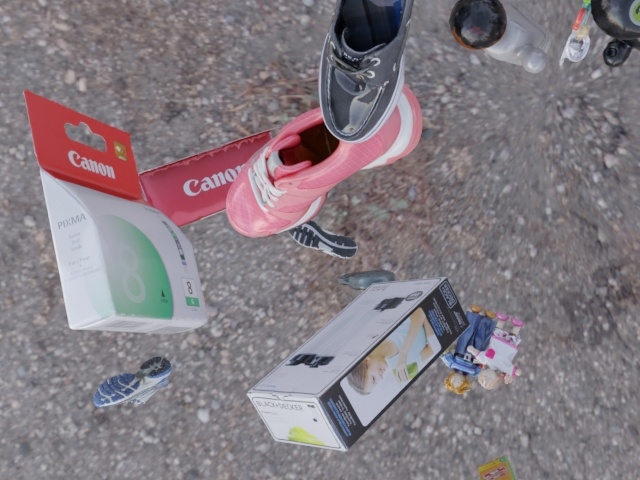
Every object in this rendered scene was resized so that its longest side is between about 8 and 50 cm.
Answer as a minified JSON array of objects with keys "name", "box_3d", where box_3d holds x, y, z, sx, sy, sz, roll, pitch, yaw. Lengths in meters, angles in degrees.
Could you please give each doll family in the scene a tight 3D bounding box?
[{"name":"doll family","box_3d":[0.248,0.193,1.591,0.263,0.118,0.163,22,83,14]}]

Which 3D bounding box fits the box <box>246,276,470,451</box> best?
[{"name":"box","box_3d":[0.057,0.167,1.213,0.169,0.290,0.087,-10,112,51]}]

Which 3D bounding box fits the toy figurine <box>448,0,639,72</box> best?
[{"name":"toy figurine","box_3d":[0.206,-0.251,0.719,0.210,0.148,0.213,3,95,35]}]

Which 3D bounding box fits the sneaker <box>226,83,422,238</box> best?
[{"name":"sneaker","box_3d":[-0.033,-0.095,1.011,0.314,0.136,0.116,-33,78,39]}]

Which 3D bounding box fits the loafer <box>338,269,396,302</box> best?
[{"name":"loafer","box_3d":[0.085,0.097,1.510,0.096,0.267,0.084,-8,89,-1]}]

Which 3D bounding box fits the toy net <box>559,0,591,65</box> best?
[{"name":"toy net","box_3d":[0.451,-0.364,1.442,0.045,0.232,0.122,22,60,10]}]

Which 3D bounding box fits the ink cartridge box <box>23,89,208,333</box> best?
[{"name":"ink cartridge box","box_3d":[-0.187,-0.025,0.813,0.056,0.181,0.224,-16,79,16]}]

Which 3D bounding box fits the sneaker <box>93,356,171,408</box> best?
[{"name":"sneaker","box_3d":[-0.297,0.242,1.373,0.052,0.135,0.058,38,139,40]}]

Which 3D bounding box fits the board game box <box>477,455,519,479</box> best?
[{"name":"board game box","box_3d":[0.159,0.245,0.619,0.039,0.259,0.124,-26,85,4]}]

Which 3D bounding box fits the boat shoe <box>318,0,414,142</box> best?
[{"name":"boat shoe","box_3d":[0.041,-0.175,0.717,0.080,0.076,0.228,27,126,9]}]

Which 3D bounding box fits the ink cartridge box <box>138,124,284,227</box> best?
[{"name":"ink cartridge box","box_3d":[-0.235,-0.112,1.725,0.272,0.309,0.130,-10,102,60]}]

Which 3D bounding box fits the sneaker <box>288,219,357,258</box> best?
[{"name":"sneaker","box_3d":[0.000,0.000,1.260,0.109,0.044,0.040,26,82,-1]}]
